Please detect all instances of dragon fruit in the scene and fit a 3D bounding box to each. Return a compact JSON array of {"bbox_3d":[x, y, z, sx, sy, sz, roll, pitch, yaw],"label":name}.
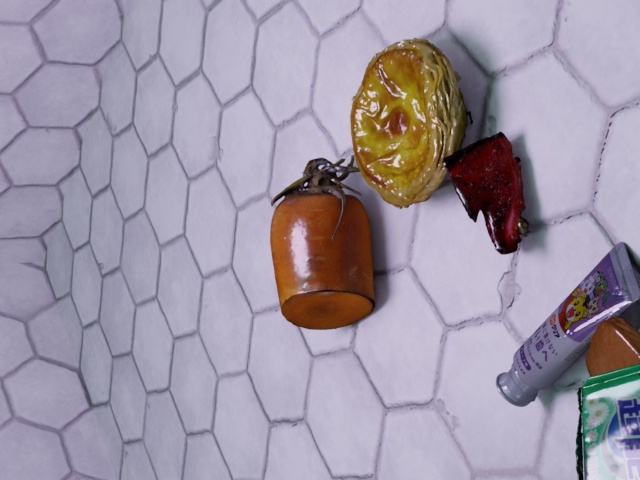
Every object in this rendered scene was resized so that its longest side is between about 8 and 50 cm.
[{"bbox_3d":[0.277,-0.072,1.530,0.092,0.122,0.192,-27,67,35],"label":"dragon fruit"}]

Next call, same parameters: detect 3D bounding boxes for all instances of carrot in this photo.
[{"bbox_3d":[0.000,0.000,1.854,0.214,0.193,0.331,48,-142,-79],"label":"carrot"}]

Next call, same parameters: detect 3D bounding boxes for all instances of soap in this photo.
[{"bbox_3d":[0.393,0.278,1.117,0.217,0.098,0.273,-24,46,40],"label":"soap"}]

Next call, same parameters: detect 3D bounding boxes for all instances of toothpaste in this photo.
[{"bbox_3d":[0.368,0.137,1.446,0.114,0.073,0.299,-87,23,-49],"label":"toothpaste"}]

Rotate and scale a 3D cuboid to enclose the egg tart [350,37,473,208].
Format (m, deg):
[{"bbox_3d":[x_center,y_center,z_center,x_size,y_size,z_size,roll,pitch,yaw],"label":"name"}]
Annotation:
[{"bbox_3d":[0.164,-0.202,1.683,0.294,0.116,0.295,10,102,53],"label":"egg tart"}]

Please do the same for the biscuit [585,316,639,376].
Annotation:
[{"bbox_3d":[0.426,0.203,1.319,0.186,0.036,0.192,59,169,29],"label":"biscuit"}]
